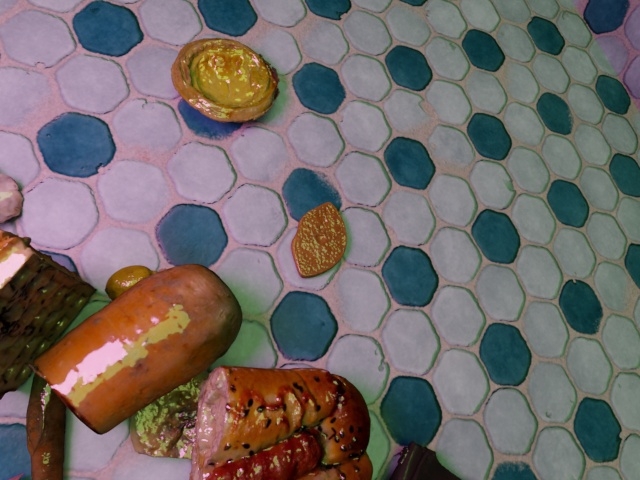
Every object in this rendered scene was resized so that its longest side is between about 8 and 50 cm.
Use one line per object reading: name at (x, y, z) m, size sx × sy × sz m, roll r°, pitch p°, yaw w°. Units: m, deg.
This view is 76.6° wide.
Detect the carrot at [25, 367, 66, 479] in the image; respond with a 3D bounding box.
carrot at (-0.523, 0.400, 0.774) m, size 0.070 × 0.070 × 0.341 m, roll -2°, pitch 77°, yaw -17°

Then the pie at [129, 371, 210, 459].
pie at (-0.283, 0.367, 0.861) m, size 0.219 × 0.052 × 0.184 m, roll 10°, pitch 68°, yaw -16°

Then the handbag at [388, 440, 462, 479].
handbag at (0.267, 0.635, 0.916) m, size 0.286 × 0.113 × 0.256 m, roll 32°, pitch 62°, yaw 2°

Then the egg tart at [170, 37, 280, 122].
egg tart at (-0.250, -0.417, 1.079) m, size 0.279 × 0.095 × 0.278 m, roll 7°, pitch 69°, yaw -19°

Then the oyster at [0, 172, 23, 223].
oyster at (-0.803, -0.037, 0.796) m, size 0.238 × 0.115 × 0.351 m, roll 38°, pitch 72°, yaw -12°

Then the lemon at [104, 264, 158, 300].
lemon at (-0.409, 0.095, 0.887) m, size 0.111 × 0.082 × 0.081 m, roll -21°, pitch 82°, yaw -23°

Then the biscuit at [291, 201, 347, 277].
biscuit at (0.000, 0.000, 1.063) m, size 0.142 × 0.029 × 0.220 m, roll 19°, pitch 69°, yaw -9°

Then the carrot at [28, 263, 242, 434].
carrot at (-0.331, 0.197, 0.796) m, size 0.341 × 0.224 × 0.224 m, roll -38°, pitch 88°, yaw -30°

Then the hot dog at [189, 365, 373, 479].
hot dog at (-0.059, 0.443, 0.816) m, size 0.366 × 0.196 × 0.366 m, roll 9°, pitch 77°, yaw -28°

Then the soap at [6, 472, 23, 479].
soap at (-0.595, 0.585, 0.680) m, size 0.218 × 0.098 × 0.273 m, roll -20°, pitch 81°, yaw -21°

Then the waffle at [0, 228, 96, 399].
waffle at (-0.534, 0.131, 0.681) m, size 0.114 × 0.376 × 0.260 m, roll 35°, pitch 66°, yaw -4°
